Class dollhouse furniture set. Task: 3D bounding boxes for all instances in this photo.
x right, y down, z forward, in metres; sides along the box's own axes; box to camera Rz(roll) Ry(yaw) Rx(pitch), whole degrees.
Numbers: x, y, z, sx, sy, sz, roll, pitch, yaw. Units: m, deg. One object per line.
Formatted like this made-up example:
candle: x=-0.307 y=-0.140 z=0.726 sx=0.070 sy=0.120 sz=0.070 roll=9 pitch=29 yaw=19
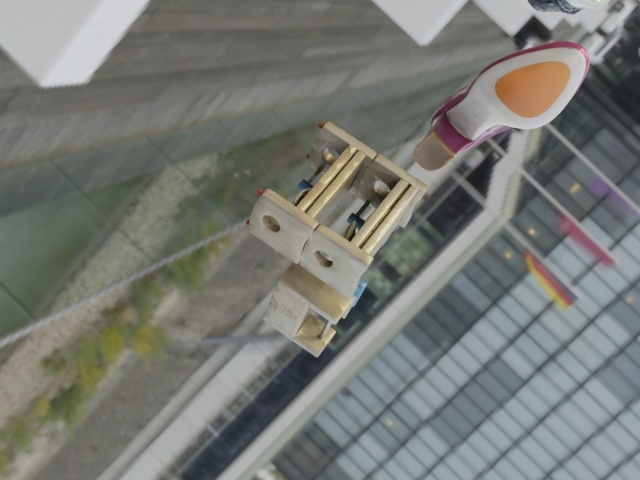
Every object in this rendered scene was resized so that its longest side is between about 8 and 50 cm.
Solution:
dollhouse furniture set: x=0.000 y=0.000 z=1.114 sx=0.129 sy=0.129 sz=0.183 roll=-50 pitch=171 yaw=-37

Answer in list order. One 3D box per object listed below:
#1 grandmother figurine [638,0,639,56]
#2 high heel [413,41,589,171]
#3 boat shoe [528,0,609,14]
grandmother figurine: x=0.499 y=-0.275 z=1.316 sx=0.208 sy=0.342 sz=0.104 roll=-20 pitch=-135 yaw=44
high heel: x=0.200 y=-0.155 z=1.117 sx=0.117 sy=0.082 sz=0.244 roll=-48 pitch=-176 yaw=-39
boat shoe: x=0.306 y=-0.404 z=1.217 sx=0.091 sy=0.114 sz=0.302 roll=8 pitch=-106 yaw=57
